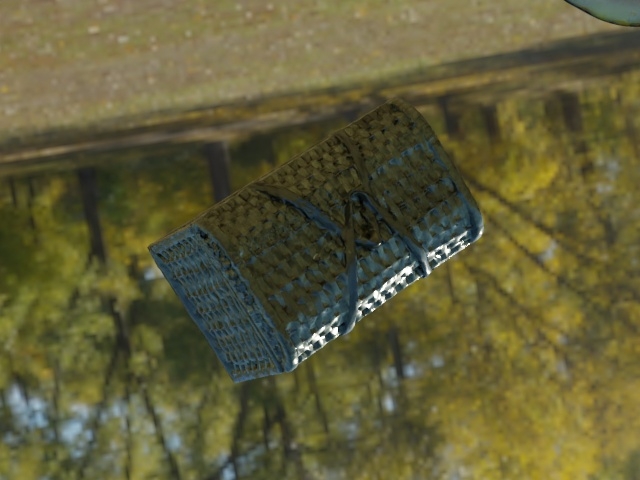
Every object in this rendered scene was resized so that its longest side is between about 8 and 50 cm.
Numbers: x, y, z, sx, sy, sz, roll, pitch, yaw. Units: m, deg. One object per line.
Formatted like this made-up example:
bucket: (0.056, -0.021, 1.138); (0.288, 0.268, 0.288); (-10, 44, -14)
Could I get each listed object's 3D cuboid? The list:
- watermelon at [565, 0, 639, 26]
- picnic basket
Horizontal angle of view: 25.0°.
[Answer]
watermelon: (0.142, -0.168, 0.737); (0.163, 0.087, 0.069); (29, -160, -27)
picnic basket: (0.000, 0.000, 1.083); (0.196, 0.134, 0.154); (-33, -173, -25)
